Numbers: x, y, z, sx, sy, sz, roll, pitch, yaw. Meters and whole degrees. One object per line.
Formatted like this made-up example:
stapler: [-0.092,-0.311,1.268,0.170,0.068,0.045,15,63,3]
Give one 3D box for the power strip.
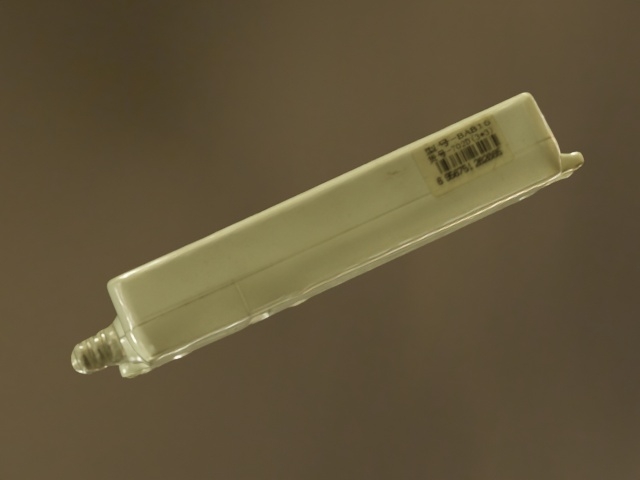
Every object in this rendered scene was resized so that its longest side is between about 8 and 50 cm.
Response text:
power strip: [0.000,0.000,1.065,0.338,0.098,0.058,-25,-94,-6]
